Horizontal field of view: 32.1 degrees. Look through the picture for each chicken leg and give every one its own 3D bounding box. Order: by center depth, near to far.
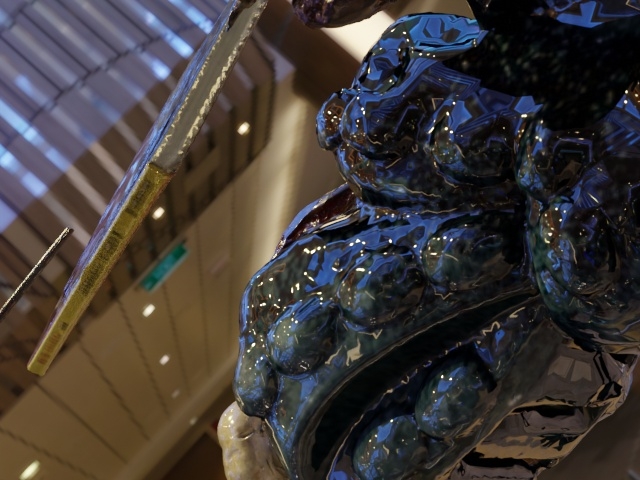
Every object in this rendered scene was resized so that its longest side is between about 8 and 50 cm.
[{"bbox_3d":[-0.003,0.001,1.114,0.219,0.048,0.089,-54,26,-10],"label":"chicken leg"},{"bbox_3d":[0.112,-0.319,1.264,0.322,0.083,0.177,-26,-11,32],"label":"chicken leg"}]

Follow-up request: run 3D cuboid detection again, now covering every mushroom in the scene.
[{"bbox_3d":[-0.053,0.251,1.322,0.122,0.154,0.154,-28,10,45],"label":"mushroom"}]

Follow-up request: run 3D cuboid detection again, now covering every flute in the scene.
[{"bbox_3d":[-0.419,0.089,1.496,0.269,0.014,0.014,-53,-6,-11],"label":"flute"}]

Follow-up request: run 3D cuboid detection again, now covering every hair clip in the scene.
[{"bbox_3d":[0.108,-0.012,0.361,0.310,0.206,0.194,-10,-16,43],"label":"hair clip"}]

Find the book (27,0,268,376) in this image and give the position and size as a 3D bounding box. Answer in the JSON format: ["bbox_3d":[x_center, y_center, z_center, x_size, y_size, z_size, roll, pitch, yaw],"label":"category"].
[{"bbox_3d":[-0.133,-0.063,0.892,0.374,0.028,0.262,-45,20,53],"label":"book"}]

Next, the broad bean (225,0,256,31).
[{"bbox_3d":[-0.104,-0.174,0.513,0.227,0.039,0.069,26,-98,-40],"label":"broad bean"}]
